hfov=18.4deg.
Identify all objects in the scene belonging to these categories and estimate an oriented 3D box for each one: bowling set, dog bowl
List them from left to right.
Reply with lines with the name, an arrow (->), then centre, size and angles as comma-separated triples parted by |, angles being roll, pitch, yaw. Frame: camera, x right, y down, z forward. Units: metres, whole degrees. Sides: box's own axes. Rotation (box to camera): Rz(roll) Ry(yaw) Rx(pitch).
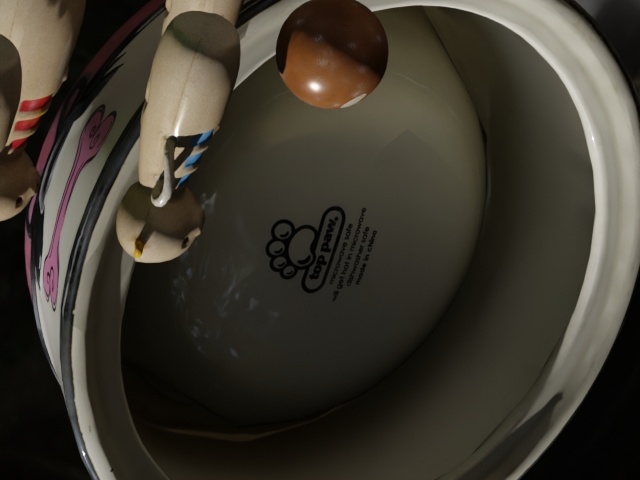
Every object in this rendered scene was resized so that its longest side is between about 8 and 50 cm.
bowling set -> -0.081, -0.057, 0.937 | 0.200, 0.154, 0.287 | 17, -147, -2
dog bowl -> 0.000, 0.000, 1.217 | 0.408, 0.408, 0.150 | 17, -168, -38
